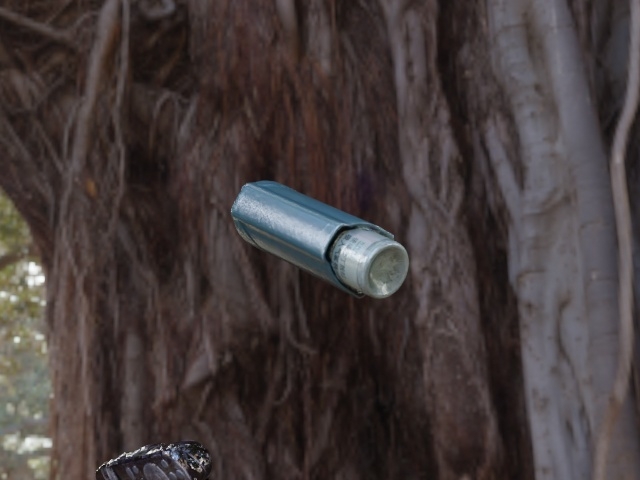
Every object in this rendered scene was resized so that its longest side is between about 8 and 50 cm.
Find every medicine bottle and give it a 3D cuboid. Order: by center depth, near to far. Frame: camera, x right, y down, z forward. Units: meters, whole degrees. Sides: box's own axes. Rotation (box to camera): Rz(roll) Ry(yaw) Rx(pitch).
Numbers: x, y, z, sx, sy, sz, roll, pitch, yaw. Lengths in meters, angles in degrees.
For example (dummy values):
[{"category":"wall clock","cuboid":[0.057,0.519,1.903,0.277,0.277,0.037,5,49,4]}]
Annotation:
[{"category":"medicine bottle","cuboid":[0.000,0.000,1.180,0.124,0.079,0.258,34,-6,-40]}]

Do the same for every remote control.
[{"category":"remote control","cuboid":[-0.252,0.349,1.617,0.266,0.090,0.066,-23,8,47]}]
